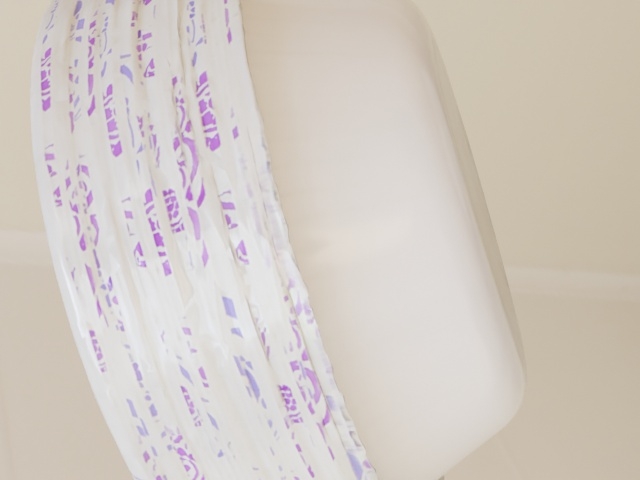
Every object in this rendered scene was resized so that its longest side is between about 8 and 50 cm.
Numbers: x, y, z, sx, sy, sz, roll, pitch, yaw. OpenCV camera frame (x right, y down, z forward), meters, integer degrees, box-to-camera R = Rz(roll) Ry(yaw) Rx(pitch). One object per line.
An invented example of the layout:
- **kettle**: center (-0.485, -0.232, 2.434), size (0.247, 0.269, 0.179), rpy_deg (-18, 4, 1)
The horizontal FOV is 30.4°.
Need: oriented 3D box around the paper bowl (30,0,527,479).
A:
- **paper bowl**: center (0.000, 0.000, 0.529), size (0.148, 0.284, 0.284), rpy_deg (-15, -147, 10)
